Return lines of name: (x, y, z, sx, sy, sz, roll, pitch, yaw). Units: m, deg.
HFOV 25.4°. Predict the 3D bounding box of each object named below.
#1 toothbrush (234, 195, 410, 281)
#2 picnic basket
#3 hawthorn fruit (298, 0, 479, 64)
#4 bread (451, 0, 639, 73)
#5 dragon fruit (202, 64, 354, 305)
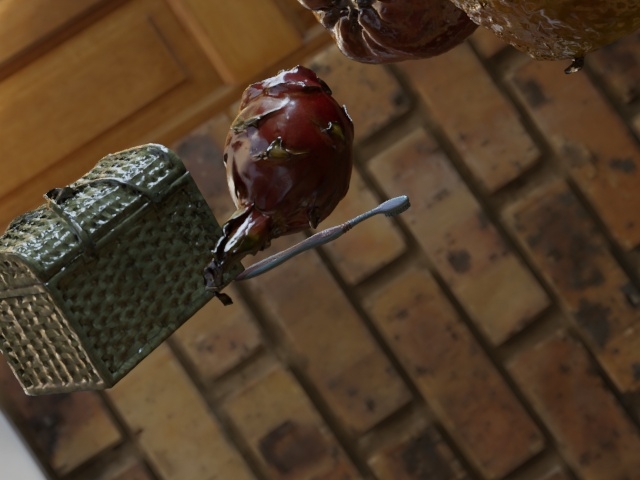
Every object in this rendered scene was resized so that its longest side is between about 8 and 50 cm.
toothbrush: (0.000, 0.000, 1.400, 0.019, 0.193, 0.013, 55, 13, -57)
picnic basket: (-0.201, 0.021, 1.273, 0.134, 0.196, 0.154, -8, -64, 46)
hawthorn fruit: (0.110, -0.370, 1.754, 0.277, 0.298, 0.277, 33, -27, 19)
bread: (0.259, -0.371, 1.368, 0.215, 0.398, 0.398, 39, 1, -23)
dragon fruit: (-0.046, -0.046, 1.275, 0.125, 0.246, 0.125, 27, -35, 3)
